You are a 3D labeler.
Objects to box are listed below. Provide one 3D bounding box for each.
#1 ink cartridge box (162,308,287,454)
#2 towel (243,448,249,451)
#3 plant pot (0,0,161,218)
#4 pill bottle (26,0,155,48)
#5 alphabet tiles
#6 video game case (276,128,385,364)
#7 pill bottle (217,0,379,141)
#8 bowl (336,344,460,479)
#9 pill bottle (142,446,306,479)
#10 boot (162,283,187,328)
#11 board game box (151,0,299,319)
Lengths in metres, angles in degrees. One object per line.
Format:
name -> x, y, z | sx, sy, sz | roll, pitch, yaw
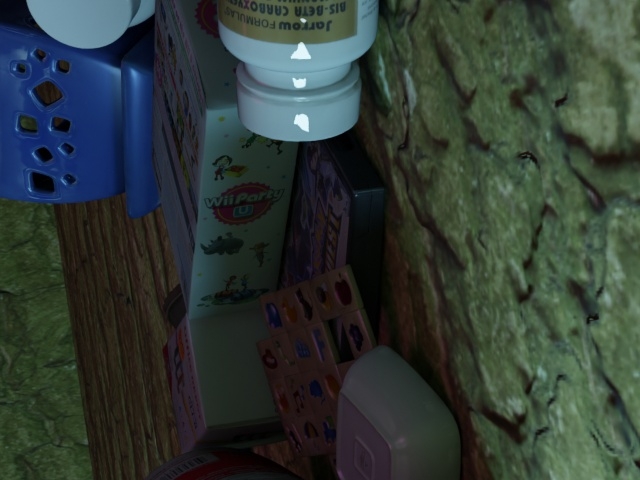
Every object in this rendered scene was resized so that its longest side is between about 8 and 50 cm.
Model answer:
ink cartridge box -> -0.083, 0.143, 1.861 | 0.176, 0.127, 0.128 | 128, 132, -69
towel -> -0.105, 0.253, 2.194 | 0.067, 0.029, 0.119 | 129, 132, -71
plant pot -> -0.233, -0.173, 1.989 | 0.236, 0.212, 0.236 | -53, -27, -50
pill bottle -> -0.214, -0.316, 1.872 | 0.272, 0.152, 0.152 | -73, -10, -51
alphabet tiles -> 0.006, 0.134, 1.607 | 0.237, 0.009, 0.198 | -22, 86, 64
video game case -> 0.000, 0.000, 1.651 | 0.248, 0.035, 0.275 | -117, 23, -51
pill bottle -> -0.018, -0.203, 1.421 | 0.131, 0.131, 0.229 | -121, 26, -56
bowl -> 0.057, 0.172, 1.451 | 0.142, 0.053, 0.142 | 45, 140, 49
pill bottle -> -0.060, 0.331, 1.675 | 0.407, 0.229, 0.229 | -174, 76, -75
boot -> -0.126, 0.146, 2.159 | 0.190, 0.076, 0.208 | 117, 136, -65
board game box -> -0.097, -0.106, 1.712 | 0.303, 0.097, 0.224 | 98, 159, -51
